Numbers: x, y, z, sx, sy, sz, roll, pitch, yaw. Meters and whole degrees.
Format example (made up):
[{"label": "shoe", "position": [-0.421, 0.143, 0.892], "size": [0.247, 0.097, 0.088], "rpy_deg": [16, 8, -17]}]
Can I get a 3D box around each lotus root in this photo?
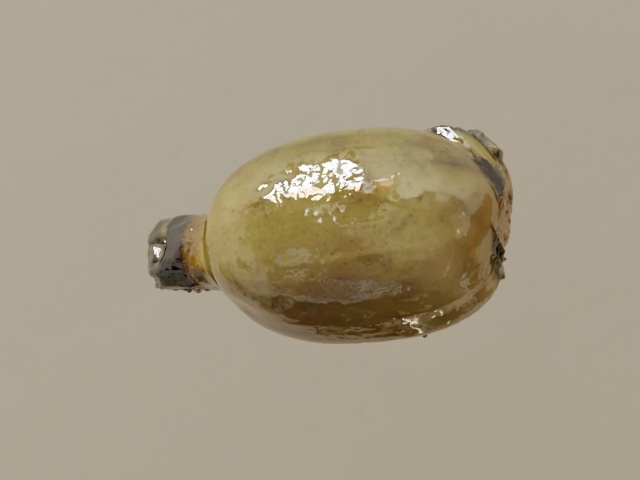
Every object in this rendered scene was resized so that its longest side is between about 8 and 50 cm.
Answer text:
[{"label": "lotus root", "position": [0.000, 0.000, 1.559], "size": [0.310, 0.183, 0.182], "rpy_deg": [-5, -59, 19]}]
